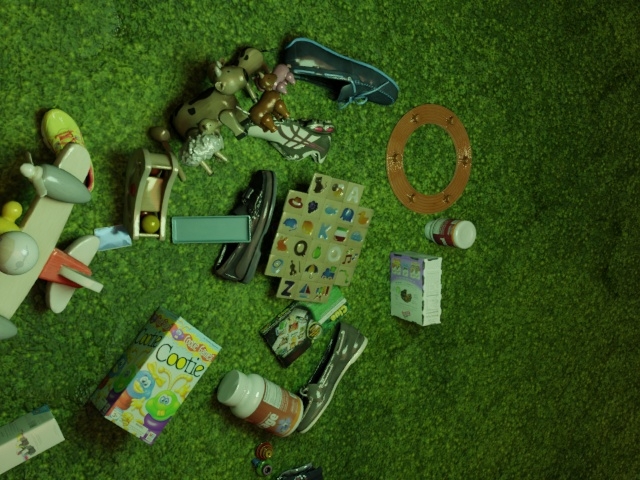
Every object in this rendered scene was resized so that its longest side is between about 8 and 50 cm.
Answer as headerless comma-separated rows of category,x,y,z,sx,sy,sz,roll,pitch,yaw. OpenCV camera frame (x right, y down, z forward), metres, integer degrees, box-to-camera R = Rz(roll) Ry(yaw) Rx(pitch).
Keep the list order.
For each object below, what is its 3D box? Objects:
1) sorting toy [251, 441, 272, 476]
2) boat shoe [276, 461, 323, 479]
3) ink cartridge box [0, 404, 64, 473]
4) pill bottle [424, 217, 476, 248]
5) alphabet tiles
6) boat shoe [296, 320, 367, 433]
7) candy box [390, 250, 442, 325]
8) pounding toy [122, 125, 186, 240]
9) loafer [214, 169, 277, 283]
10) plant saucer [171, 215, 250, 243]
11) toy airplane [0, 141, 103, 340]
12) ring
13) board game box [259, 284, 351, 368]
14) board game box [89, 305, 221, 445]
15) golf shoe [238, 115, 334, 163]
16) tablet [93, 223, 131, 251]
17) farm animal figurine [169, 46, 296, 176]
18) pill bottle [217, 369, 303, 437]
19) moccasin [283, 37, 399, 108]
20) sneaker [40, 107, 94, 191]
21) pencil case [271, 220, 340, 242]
sorting toy,-0.152,0.606,1.892,0.061,0.042,0.101,-9,101,-31
boat shoe,-0.124,0.730,1.890,0.341,0.127,0.158,-13,96,-38
ink cartridge box,-0.670,0.443,1.516,0.181,0.104,0.061,-25,108,-26
pill bottle,0.388,-0.024,2.088,0.086,0.152,0.086,-4,98,-31
alphabet tiles,0.000,0.000,1.826,0.285,0.011,0.342,10,102,-37
boat shoe,0.005,0.377,1.934,0.095,0.112,0.335,40,68,-11
candy box,0.279,0.138,2.032,0.070,0.165,0.196,-5,99,-29
pounding toy,-0.362,-0.133,1.610,0.155,0.154,0.269,3,95,-32
loafer,-0.190,-0.041,1.760,0.095,0.109,0.302,14,91,-28
plant saucer,-0.270,-0.028,1.711,0.192,0.018,0.067,-1,96,-3
toy airplane,-0.613,0.026,1.403,0.385,0.272,0.385,-20,108,-27
ring,0.341,-0.246,2.106,0.337,0.032,0.336,-3,97,-32
board game box,-0.038,0.222,1.927,0.260,0.030,0.136,-39,112,-22
board game box,-0.393,0.317,1.650,0.144,0.142,0.275,43,74,-28
golf shoe,-0.086,-0.265,1.800,0.273,0.105,0.120,0,103,-31
tablet,-0.491,-0.007,1.632,0.083,0.006,0.054,-12,101,-31
farm animal figurine,-0.223,-0.343,1.641,0.327,0.330,0.172,-36,120,7
pill bottle,-0.160,0.426,1.820,0.216,0.121,0.121,35,77,-29
moccasin,0.048,-0.420,1.856,0.342,0.138,0.116,17,73,-19
sneaker,-0.546,-0.193,1.525,0.082,0.094,0.208,-27,108,-25
pencil case,-0.015,-0.032,1.872,0.236,0.104,0.104,-15,104,-29
